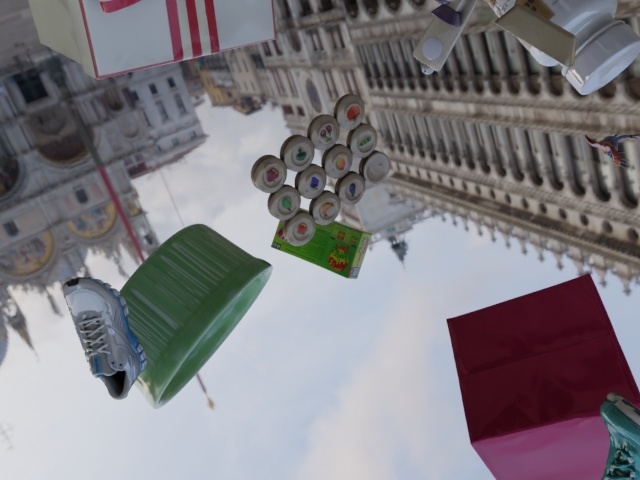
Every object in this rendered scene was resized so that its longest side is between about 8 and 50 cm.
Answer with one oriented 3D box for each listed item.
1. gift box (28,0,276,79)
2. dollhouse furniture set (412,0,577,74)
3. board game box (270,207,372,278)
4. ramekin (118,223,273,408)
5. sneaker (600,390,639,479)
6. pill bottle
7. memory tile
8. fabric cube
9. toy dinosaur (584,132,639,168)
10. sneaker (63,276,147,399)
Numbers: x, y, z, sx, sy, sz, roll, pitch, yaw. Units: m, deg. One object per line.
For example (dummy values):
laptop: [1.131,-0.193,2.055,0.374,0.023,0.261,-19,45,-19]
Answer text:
gift box: [-0.210,-0.342,0.733,0.255,0.276,0.258,-28,-142,-27]
dollhouse furniture set: [0.123,-0.139,0.500,0.114,0.081,0.091,36,-150,12]
board game box: [0.000,0.000,1.282,0.181,0.092,0.043,21,-173,28]
ramekin: [-0.231,0.116,1.124,0.303,0.148,0.303,-51,175,-6]
sneaker: [0.413,0.310,0.867,0.110,0.275,0.107,-31,-152,-3]
pill bottle: [0.340,-0.325,0.951,0.131,0.229,0.131,-31,163,-11]
memory tile: [0.005,-0.071,0.690,0.148,0.113,0.012,-40,-142,-17]
fabric cube: [0.394,0.256,1.140,0.258,0.254,0.259,-21,-138,19]
toy dinosaur: [0.396,-0.122,0.916,0.090,0.047,0.082,6,-167,38]
sneaker: [-0.288,0.135,0.889,0.071,0.190,0.083,-14,-148,8]
